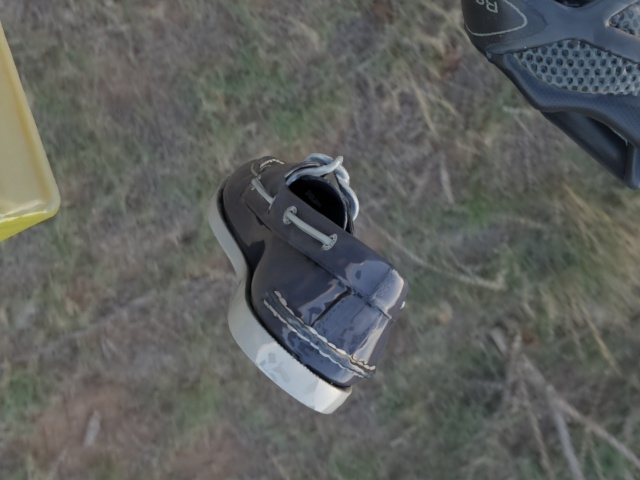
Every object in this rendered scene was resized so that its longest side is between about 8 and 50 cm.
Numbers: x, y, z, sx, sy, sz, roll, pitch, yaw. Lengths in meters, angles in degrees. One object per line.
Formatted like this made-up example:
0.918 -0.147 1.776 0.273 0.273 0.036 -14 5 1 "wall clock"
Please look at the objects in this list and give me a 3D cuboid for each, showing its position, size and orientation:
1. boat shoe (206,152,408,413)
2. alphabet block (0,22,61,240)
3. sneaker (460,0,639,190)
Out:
0.000 0.000 0.605 0.075 0.206 0.065 37 103 -16 "boat shoe"
-0.251 -0.063 0.552 0.192 0.197 0.193 -20 177 40 "alphabet block"
0.149 -0.097 0.499 0.227 0.087 0.130 -15 133 -19 "sneaker"
